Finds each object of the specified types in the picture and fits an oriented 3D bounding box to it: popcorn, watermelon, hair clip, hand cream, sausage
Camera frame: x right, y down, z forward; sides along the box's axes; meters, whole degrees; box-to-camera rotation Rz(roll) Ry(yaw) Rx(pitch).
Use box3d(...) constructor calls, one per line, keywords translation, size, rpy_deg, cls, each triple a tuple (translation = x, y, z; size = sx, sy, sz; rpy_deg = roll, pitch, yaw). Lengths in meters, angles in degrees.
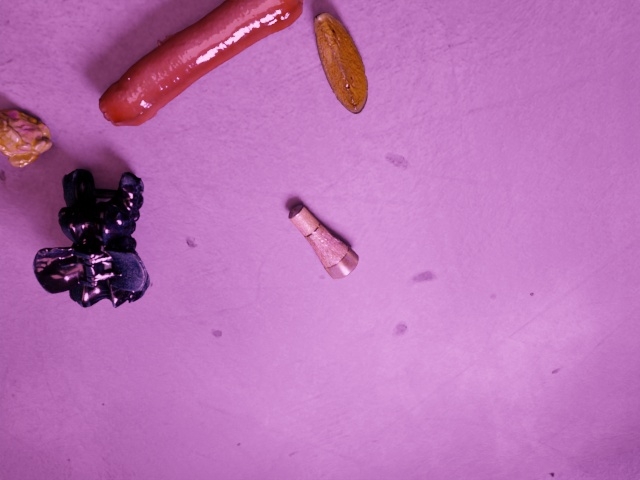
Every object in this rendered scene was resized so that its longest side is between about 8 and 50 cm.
box3d(translation=(-0.575, -0.198, 0.814), size=(0.089, 0.097, 0.109), rpy_deg=(-42, 102, 14), cls="popcorn")
box3d(translation=(0.049, -0.335, 0.811), size=(0.075, 0.092, 0.181), rpy_deg=(-29, 111, -6), cls="watermelon")
box3d(translation=(-0.437, 0.015, 0.885), size=(0.195, 0.206, 0.310), rpy_deg=(2, 119, -9), cls="hair clip")
box3d(translation=(0.000, 0.000, 1.004), size=(0.084, 0.084, 0.203), rpy_deg=(-37, 113, 15), cls="hand cream")
box3d(translation=(-0.220, -0.336, 0.777), size=(0.419, 0.094, 0.094), rpy_deg=(-30, 89, 11), cls="sausage")
